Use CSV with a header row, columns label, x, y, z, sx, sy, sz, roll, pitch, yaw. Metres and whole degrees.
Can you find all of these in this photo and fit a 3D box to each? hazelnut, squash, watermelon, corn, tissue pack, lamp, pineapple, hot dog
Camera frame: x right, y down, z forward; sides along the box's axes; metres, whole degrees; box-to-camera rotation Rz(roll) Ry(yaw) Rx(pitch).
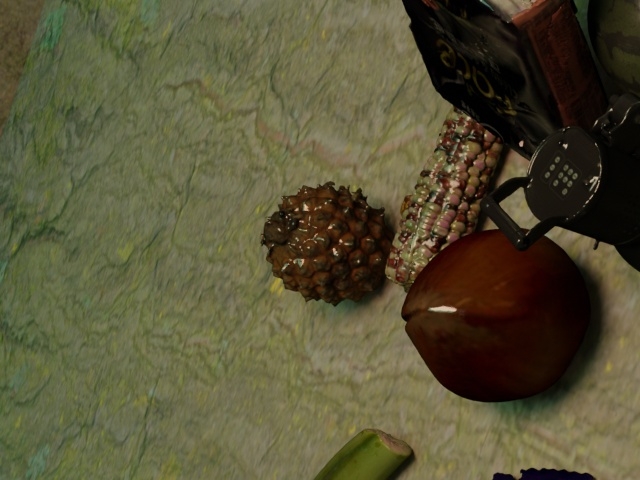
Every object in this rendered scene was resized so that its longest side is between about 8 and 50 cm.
label,x,y,z,sx,sy,sz,roll,pitch,yaw
hazelnut,0.179,0.078,1.324,0.208,0.208,0.208,-24,58,46
squash,0.020,0.331,1.543,0.250,0.083,0.083,-54,40,19
watermelon,0.369,-0.218,1.190,0.212,0.212,0.212,-24,58,46
corn,0.160,-0.062,1.506,0.092,0.092,0.280,21,90,54
tissue pack,0.190,-0.211,1.294,0.123,0.332,0.245,-40,56,-1
lamp,0.295,-0.052,1.200,0.172,0.227,0.147,-57,39,21
pineapple,0.000,0.000,1.600,0.166,0.193,0.166,-15,69,42
hot dog,0.130,-0.044,1.580,0.090,0.034,0.030,1,77,54

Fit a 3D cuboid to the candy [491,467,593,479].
label,x,y,z,sx,sy,sz,roll,pitch,yaw
candy,0.192,0.360,1.275,0.145,0.070,0.275,-9,50,50
